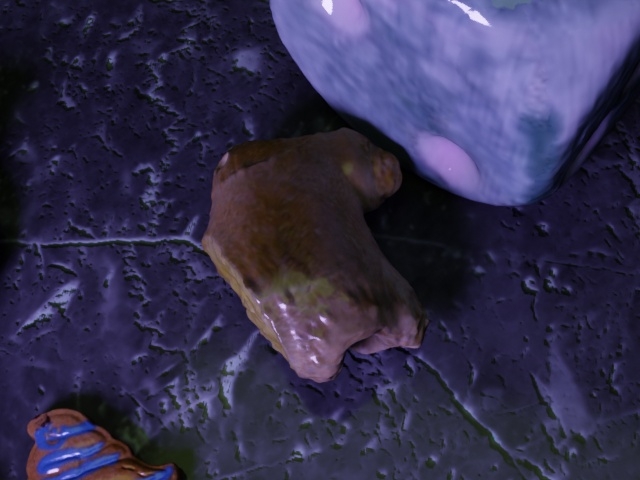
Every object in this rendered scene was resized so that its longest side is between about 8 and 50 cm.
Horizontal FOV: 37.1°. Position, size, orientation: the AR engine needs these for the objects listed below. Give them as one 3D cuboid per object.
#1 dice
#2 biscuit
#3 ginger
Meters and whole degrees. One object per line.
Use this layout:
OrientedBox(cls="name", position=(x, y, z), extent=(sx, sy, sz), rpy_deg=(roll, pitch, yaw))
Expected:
OrientedBox(cls="dice", position=(0.169, -0.254, 0.900), extent=(0.330, 0.348, 0.328), rpy_deg=(38, 74, 14))
OrientedBox(cls="biscuit", position=(-0.200, 0.273, 0.859), extent=(0.183, 0.043, 0.280), rpy_deg=(-29, 63, -4))
OrientedBox(cls="ginger", position=(0.000, 0.000, 0.913), extent=(0.221, 0.130, 0.275), rpy_deg=(-39, 73, -21))
